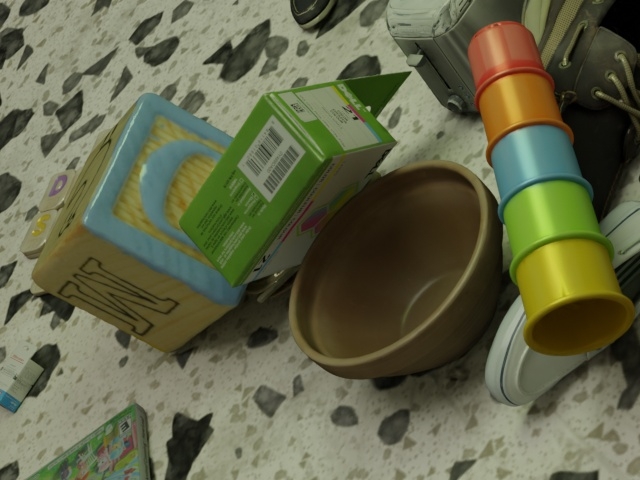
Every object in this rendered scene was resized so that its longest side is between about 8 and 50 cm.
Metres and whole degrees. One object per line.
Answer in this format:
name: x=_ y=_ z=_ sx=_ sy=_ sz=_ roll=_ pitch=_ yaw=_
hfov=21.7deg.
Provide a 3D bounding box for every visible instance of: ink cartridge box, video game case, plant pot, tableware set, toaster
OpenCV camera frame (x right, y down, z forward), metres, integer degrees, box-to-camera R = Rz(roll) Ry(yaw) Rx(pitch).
ink cartridge box: x=-0.378 y=0.169 z=2.086 sx=0.048 sy=0.028 sz=0.083 roll=16 pitch=69 yaw=53
video game case: x=-0.271 y=0.301 z=1.837 sx=0.212 sy=0.023 sz=0.193 roll=-35 pitch=36 yaw=17
ink cartridge box: x=0.004 y=-0.070 z=1.721 sx=0.097 sy=0.255 sz=0.189 roll=49 pitch=125 yaw=18
plant pot: x=0.093 y=0.048 z=1.614 sx=0.237 sy=0.110 sz=0.237 roll=-29 pitch=37 yaw=25
tableware set: x=0.000 y=0.000 z=1.833 sx=0.194 sy=0.039 sz=0.128 roll=-41 pitch=22 yaw=-1
toaster: x=0.175 y=-0.256 z=1.799 sx=0.129 sy=0.146 sz=0.227 roll=13 pitch=65 yaw=52

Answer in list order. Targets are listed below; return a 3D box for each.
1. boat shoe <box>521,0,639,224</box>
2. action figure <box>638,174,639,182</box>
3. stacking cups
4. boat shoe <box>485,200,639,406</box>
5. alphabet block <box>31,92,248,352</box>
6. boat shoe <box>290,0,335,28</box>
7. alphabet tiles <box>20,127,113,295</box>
boat shoe: x=0.260 y=-0.147 z=1.608 sx=0.130 sy=0.132 sz=0.355 roll=-22 pitch=43 yaw=34
action figure: x=0.315 y=0.092 z=1.260 sx=0.341 sy=0.178 sz=0.330 roll=-43 pitch=23 yaw=17
stacking cups: x=0.184 y=-0.053 z=1.464 sx=0.096 sy=0.096 sz=0.316 roll=-31 pitch=51 yaw=23
boat shoe: x=0.235 y=0.057 z=1.468 sx=0.226 sy=0.083 sz=0.076 roll=-52 pitch=33 yaw=-8
alphabet block: x=-0.178 y=-0.015 z=1.857 sx=0.197 sy=0.193 sz=0.192 roll=-37 pitch=25 yaw=57
boat shoe: x=-0.022 y=-0.358 z=2.195 sx=0.075 sy=0.065 sz=0.206 roll=-27 pitch=39 yaw=27
alphabet tiles: x=-0.288 y=-0.054 z=2.223 sx=0.284 sy=0.021 sz=0.278 roll=-12 pitch=47 yaw=42
